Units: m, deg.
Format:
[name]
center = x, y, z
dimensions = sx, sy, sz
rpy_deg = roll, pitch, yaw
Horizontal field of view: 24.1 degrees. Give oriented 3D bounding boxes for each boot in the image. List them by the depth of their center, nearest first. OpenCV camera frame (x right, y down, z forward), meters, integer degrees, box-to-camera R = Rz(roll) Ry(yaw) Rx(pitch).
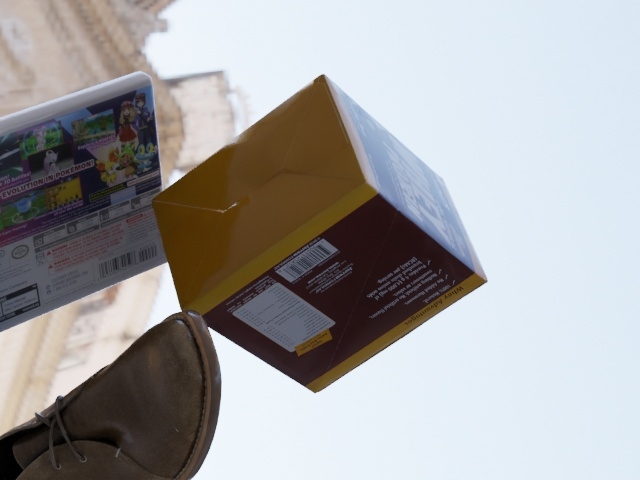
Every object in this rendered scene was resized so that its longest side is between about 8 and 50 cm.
[boot]
center = -0.175, 0.155, 1.180
dimensions = 0.305, 0.115, 0.112
rpy_deg = -47, -126, 44

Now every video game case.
[video game case]
center = -0.221, -0.029, 1.257
dimensions = 0.023, 0.201, 0.183
rpy_deg = 31, -47, 43

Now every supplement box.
[supplement box]
center = 0.000, 0.000, 1.275
dimensions = 0.191, 0.194, 0.129
rpy_deg = -35, -132, 17
